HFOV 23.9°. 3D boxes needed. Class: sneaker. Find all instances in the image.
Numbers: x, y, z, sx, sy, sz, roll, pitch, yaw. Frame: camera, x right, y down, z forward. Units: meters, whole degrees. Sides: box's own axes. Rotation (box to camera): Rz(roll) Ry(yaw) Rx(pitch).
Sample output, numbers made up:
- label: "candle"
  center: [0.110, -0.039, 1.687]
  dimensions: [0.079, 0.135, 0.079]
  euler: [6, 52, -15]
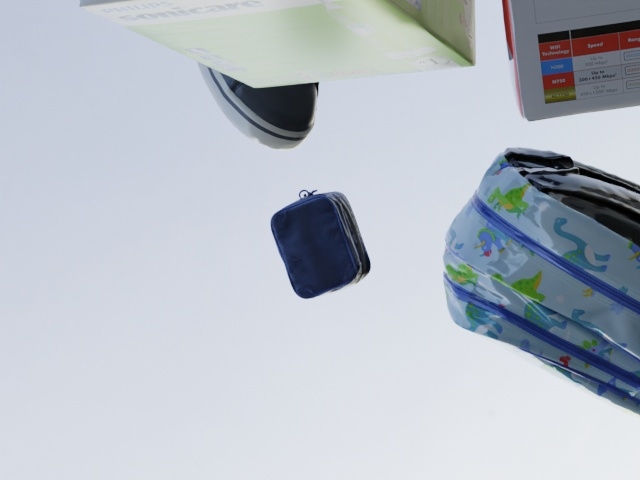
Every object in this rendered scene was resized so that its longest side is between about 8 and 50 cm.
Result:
- label: "sneaker"
  center: [-0.061, -0.248, 1.566]
  dimensions: [0.126, 0.321, 0.127]
  euler: [7, -39, -34]

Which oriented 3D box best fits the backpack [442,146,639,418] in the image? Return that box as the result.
- label: "backpack"
  center: [0.305, 0.045, 1.589]
  dimensions: [0.273, 0.355, 0.290]
  euler: [-46, 14, 17]

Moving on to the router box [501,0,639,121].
- label: "router box"
  center: [0.266, -0.242, 0.894]
  dimensions: [0.082, 0.335, 0.301]
  euler: [-86, -13, -60]

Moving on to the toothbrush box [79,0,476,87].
- label: "toothbrush box"
  center: [-0.021, -0.208, 1.149]
  dimensions: [0.283, 0.206, 0.122]
  euler: [13, -105, -65]

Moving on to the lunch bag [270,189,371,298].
- label: "lunch bag"
  center: [0.000, 0.000, 1.375]
  dimensions: [0.065, 0.067, 0.098]
  euler: [-14, -95, -74]
